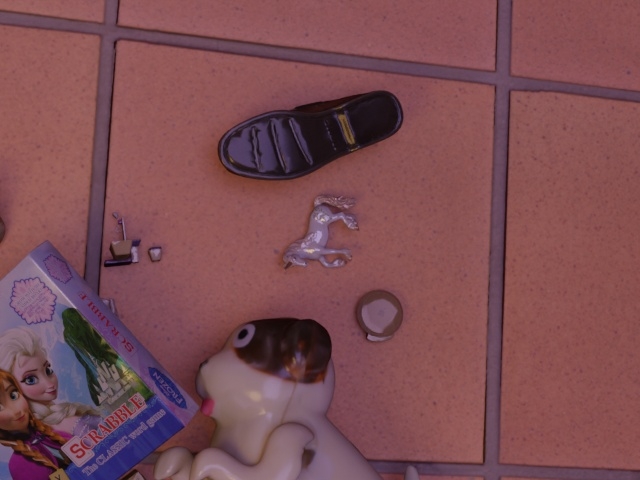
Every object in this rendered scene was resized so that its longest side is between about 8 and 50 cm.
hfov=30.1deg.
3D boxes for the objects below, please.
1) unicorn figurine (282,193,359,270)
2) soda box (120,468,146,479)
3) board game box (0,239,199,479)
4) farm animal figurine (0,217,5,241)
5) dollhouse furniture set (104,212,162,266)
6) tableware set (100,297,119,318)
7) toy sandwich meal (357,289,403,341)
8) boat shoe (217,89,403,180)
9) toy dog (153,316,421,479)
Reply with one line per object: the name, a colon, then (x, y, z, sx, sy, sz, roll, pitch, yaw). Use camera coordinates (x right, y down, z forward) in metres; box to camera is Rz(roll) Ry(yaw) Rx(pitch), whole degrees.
unicorn figurine: (0.000, 0.000, 1.907, 0.111, 0.060, 0.162, 16, 64, -12)
soda box: (-0.328, 0.417, 1.765, 0.181, 0.061, 0.058, -37, 93, -16)
board game box: (-0.390, 0.217, 1.680, 0.319, 0.066, 0.318, -40, 95, 22)
farm animal figurine: (-0.619, 0.037, 1.671, 0.330, 0.172, 0.327, 5, 41, -14)
dollhouse furniture set: (-0.284, -0.012, 1.801, 0.091, 0.114, 0.081, -6, 81, -13)
tableware set: (-0.386, 0.149, 1.802, 0.169, 0.020, 0.141, 7, 82, -13)
toy sandwich meal: (0.096, 0.122, 1.928, 0.085, 0.029, 0.085, 2, 79, -12)
boat shoe: (-0.022, -0.161, 1.893, 0.307, 0.104, 0.110, -13, 96, -17)
toy dog: (-0.040, 0.312, 1.744, 0.395, 0.284, 0.408, -16, 86, -19)
